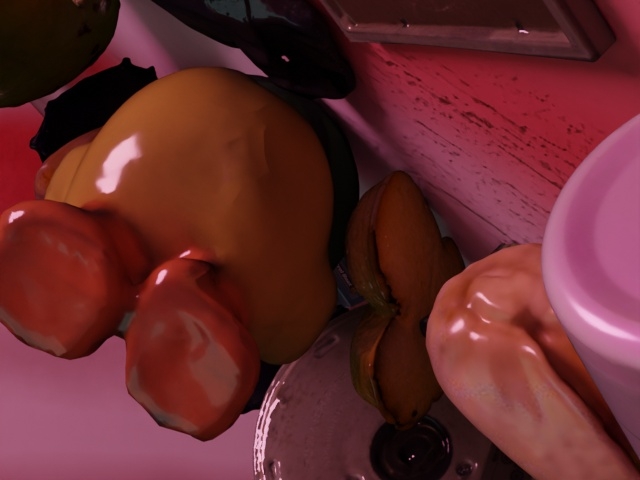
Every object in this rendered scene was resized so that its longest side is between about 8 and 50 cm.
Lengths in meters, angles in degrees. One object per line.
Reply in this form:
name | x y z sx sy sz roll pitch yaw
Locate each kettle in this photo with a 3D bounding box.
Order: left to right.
kettle | 0.156 0.242 1.098 0.361 0.250 0.377 13 160 18

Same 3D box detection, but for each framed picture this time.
framed picture | 0.014 -0.164 0.585 0.189 0.023 0.260 51 169 -22

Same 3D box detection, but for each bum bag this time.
bum bag | -0.103 -0.191 0.803 0.310 0.074 0.137 33 172 -1

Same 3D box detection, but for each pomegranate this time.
pomegranate | -0.253 -0.212 1.024 0.286 0.231 0.231 15 153 34

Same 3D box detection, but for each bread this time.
bread | 0.045 0.041 0.854 0.065 0.188 0.149 -6 128 28

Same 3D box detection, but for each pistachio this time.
pistachio | 0.152 0.087 0.717 0.200 0.117 0.145 42 172 -6

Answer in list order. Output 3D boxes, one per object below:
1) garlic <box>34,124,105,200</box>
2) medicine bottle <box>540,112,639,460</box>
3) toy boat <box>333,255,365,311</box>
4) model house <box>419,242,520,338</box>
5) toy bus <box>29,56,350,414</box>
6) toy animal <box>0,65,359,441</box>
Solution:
garlic | -0.151 -0.055 1.174 0.214 0.191 0.160 -23 111 40
medicine bottle | 0.192 0.075 0.462 0.133 0.133 0.274 34 164 52
toy boat | 0.000 0.000 1.185 0.141 0.060 0.055 56 168 -10
model house | 0.121 0.057 0.820 0.079 0.083 0.066 49 168 -6
toy bus | -0.146 -0.008 1.334 0.386 0.171 0.162 51 173 -3
toy animal | -0.072 -0.025 0.860 0.216 0.191 0.338 27 -158 5
